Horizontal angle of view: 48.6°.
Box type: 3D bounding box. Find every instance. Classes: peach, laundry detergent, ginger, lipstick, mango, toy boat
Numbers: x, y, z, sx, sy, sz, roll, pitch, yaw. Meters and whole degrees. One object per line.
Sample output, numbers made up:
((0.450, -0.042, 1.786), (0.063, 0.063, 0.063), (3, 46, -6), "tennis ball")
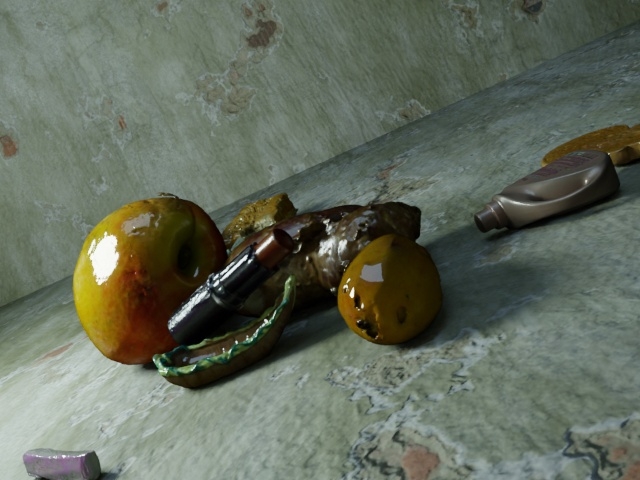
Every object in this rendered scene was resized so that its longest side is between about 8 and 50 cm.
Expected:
((-0.354, 0.081, 1.464), (0.289, 0.373, 0.372), (4, -7, -36), "peach")
((0.393, -0.077, 1.226), (0.237, 0.076, 0.171), (-26, 12, -5), "laundry detergent")
((-0.005, 0.036, 1.297), (0.418, 0.176, 0.254), (-18, 8, 7), "ginger")
((-0.157, 0.082, 1.231), (0.299, 0.081, 0.081), (-42, 3, 27), "lipstick")
((0.111, 0.066, 1.064), (0.155, 0.151, 0.248), (12, 16, 13), "mango")
((-0.143, 0.168, 1.200), (0.292, 0.099, 0.108), (-30, 11, 10), "toy boat")

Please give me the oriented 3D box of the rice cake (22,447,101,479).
((-0.391, 0.337, 1.070), (0.206, 0.047, 0.036), (-12, 11, 43), "rice cake")

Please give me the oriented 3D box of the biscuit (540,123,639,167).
((0.572, -0.183, 1.405), (0.202, 0.044, 0.288), (-34, 17, -35), "biscuit")

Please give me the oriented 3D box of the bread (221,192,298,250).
((-0.176, -0.038, 2.114), (0.185, 0.109, 0.380), (-13, 16, 13), "bread")

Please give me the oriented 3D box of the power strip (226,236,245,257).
((-0.234, 0.075, 1.625), (0.198, 0.064, 0.213), (-60, 18, -4), "power strip")
